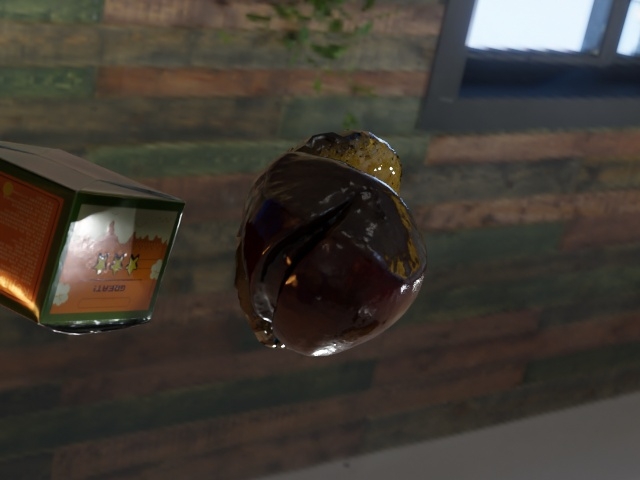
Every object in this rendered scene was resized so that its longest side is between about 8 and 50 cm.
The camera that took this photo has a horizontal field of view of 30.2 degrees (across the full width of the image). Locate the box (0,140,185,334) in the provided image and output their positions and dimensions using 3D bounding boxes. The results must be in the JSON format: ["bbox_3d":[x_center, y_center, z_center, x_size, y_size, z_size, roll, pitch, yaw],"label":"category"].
[{"bbox_3d":[-0.280,-0.008,1.219,0.195,0.148,0.177,21,-172,28],"label":"box"}]

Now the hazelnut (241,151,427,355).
[{"bbox_3d":[0.004,0.011,1.134,0.178,0.178,0.204,-12,-130,-45],"label":"hazelnut"}]

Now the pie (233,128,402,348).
[{"bbox_3d":[0.000,-0.001,1.315,0.069,0.273,0.273,25,-155,35],"label":"pie"}]
